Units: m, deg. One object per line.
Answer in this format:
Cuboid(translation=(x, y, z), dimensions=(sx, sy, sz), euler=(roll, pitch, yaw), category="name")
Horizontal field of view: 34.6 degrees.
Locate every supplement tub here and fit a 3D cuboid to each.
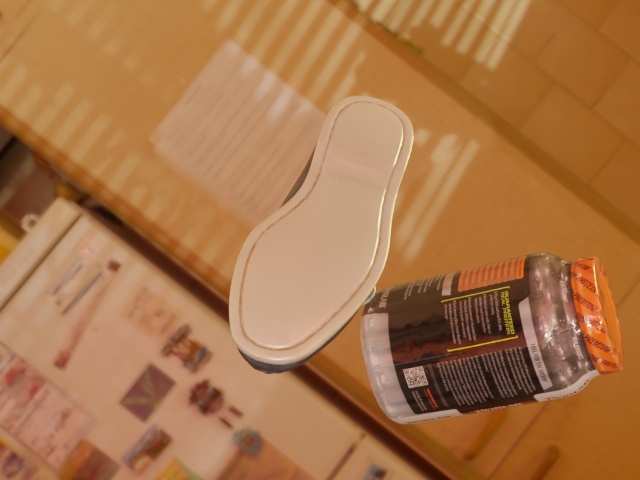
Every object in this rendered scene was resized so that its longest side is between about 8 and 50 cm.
Cuboid(translation=(0.245, 0.137, 1.466), dimensions=(0.337, 0.207, 0.207), euler=(-14, 16, 22), category="supplement tub")

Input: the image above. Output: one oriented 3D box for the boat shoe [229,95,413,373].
Cuboid(translation=(0.000, 0.000, 0.721), dimensions=(0.079, 0.095, 0.255), euler=(105, -177, -48), category="boat shoe")
